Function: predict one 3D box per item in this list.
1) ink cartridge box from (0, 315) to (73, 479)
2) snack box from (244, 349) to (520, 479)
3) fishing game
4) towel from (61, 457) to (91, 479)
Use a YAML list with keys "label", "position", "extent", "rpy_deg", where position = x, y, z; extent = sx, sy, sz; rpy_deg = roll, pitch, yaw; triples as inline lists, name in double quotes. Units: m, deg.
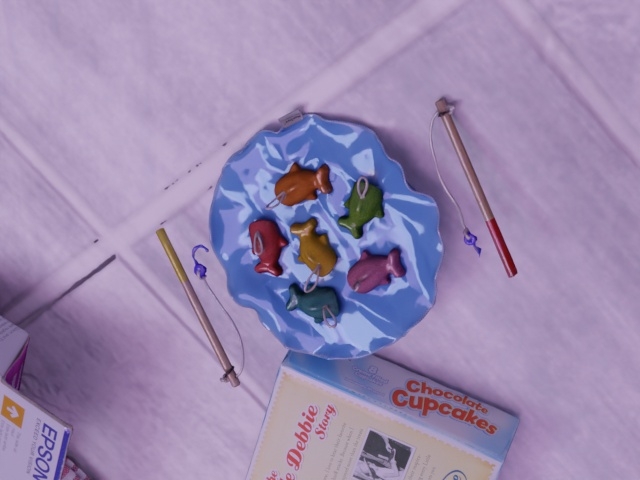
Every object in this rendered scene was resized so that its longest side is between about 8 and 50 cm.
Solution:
- label: "ink cartridge box"
  position: [-0.347, 0.173, 1.398]
  extent: [0.330, 0.071, 0.324]
  rpy_deg: [31, 129, 16]
- label: "snack box"
  position: [0.025, 0.236, 1.331]
  extent: [0.187, 0.060, 0.322]
  rpy_deg: [23, 128, 7]
- label: "fishing game"
  position: [0.000, 0.000, 1.171]
  extent: [0.264, 0.041, 0.189]
  rpy_deg: [-19, 97, 27]
- label: "towel"
  position: [-0.252, 0.244, 1.474]
  extent: [0.197, 0.029, 0.144]
  rpy_deg: [46, 127, -15]
